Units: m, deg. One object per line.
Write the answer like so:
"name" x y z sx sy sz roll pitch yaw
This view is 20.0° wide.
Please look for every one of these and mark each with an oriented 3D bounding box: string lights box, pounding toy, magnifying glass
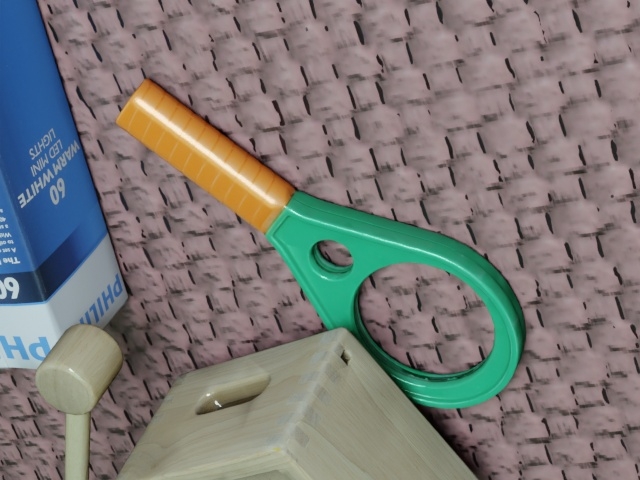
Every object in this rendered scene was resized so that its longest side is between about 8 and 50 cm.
"string lights box" -0.200 -0.061 0.898 0.133 0.077 0.259 -1 121 23
"pounding toy" -0.050 0.102 0.921 0.181 0.094 0.206 -19 120 42
"magnifying glass" 0.000 0.000 0.890 0.231 0.026 0.092 36 128 -4
